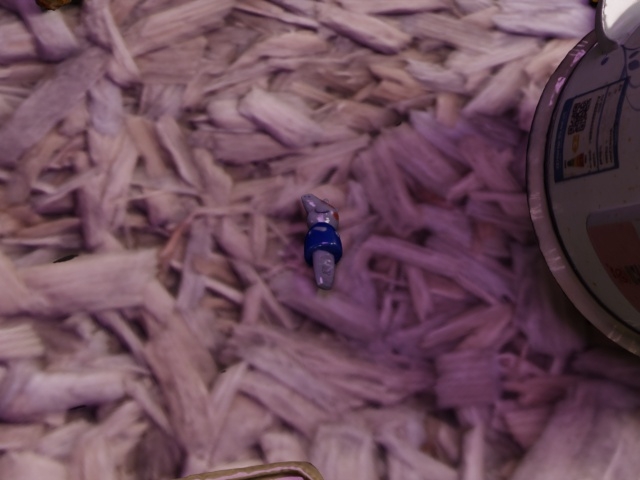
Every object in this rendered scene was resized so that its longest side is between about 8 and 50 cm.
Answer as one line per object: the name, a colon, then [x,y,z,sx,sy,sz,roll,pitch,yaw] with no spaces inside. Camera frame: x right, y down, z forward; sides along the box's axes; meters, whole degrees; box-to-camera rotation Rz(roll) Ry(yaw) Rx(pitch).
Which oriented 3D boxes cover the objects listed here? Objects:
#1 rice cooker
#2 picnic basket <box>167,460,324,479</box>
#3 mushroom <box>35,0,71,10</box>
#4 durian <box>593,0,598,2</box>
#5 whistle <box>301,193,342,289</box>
rice cooker: [0.284,-0.049,0.732,0.264,0.316,0.316,-40,65,-14]
picnic basket: [-0.055,0.258,0.581,0.165,0.139,0.266,-8,56,-8]
mushroom: [-0.202,-0.299,0.993,0.227,0.148,0.217,-5,73,4]
durian: [0.277,-0.257,0.999,0.140,0.078,0.224,10,54,4]
whistle: [0.000,0.000,0.832,0.033,0.029,0.083,22,44,-27]
